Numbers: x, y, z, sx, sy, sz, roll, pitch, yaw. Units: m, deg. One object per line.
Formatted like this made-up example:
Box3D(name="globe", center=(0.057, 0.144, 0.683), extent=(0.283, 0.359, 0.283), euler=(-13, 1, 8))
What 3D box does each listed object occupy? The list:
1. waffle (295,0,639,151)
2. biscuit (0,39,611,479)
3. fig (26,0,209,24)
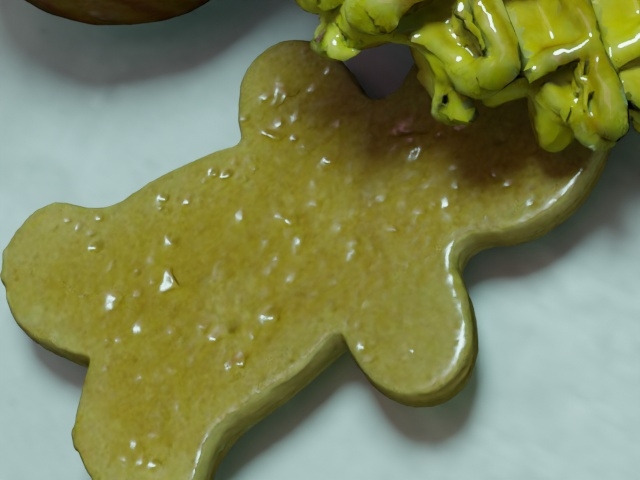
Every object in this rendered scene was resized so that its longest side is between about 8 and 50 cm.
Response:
Box3D(name="waffle", center=(0.070, -0.150, 0.661), extent=(0.232, 0.051, 0.228), euler=(25, 78, -8))
Box3D(name="biscuit", center=(0.001, 0.001, 0.712), extent=(0.240, 0.035, 0.158), euler=(-29, 63, 10))
Box3D(name="fig", center=(-0.087, -0.181, 0.707), extent=(0.175, 0.207, 0.175), euler=(-11, 65, 24))
